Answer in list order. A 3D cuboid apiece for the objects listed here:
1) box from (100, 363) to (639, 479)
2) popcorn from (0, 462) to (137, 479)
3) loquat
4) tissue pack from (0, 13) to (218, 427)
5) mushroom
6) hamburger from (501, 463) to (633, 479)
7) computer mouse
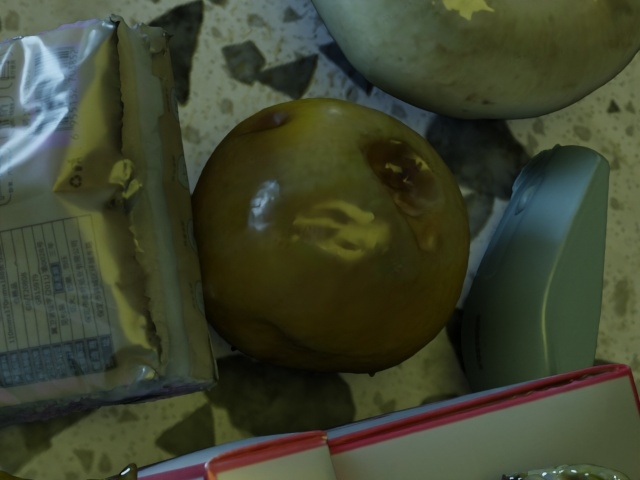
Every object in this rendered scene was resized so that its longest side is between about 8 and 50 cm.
[{"bbox_3d":[0.045,0.268,1.072,0.300,0.312,0.314,-11,83,-24],"label":"box"},{"bbox_3d":[-0.170,0.230,0.868,0.254,0.191,0.190,6,38,-40],"label":"popcorn"},{"bbox_3d":[0.004,-0.001,1.186,0.213,0.213,0.213,4,77,-19],"label":"loquat"},{"bbox_3d":[-0.193,-0.009,1.109,0.215,0.123,0.256,-11,77,19],"label":"tissue pack"},{"bbox_3d":[0.104,-0.258,1.248,0.356,0.315,0.315,35,64,-47],"label":"mushroom"},{"bbox_3d":[0.182,0.218,0.896,0.135,0.155,0.207,6,69,-27],"label":"hamburger"},{"bbox_3d":[0.161,0.032,1.268,0.079,0.128,0.230,14,73,-23],"label":"computer mouse"}]
